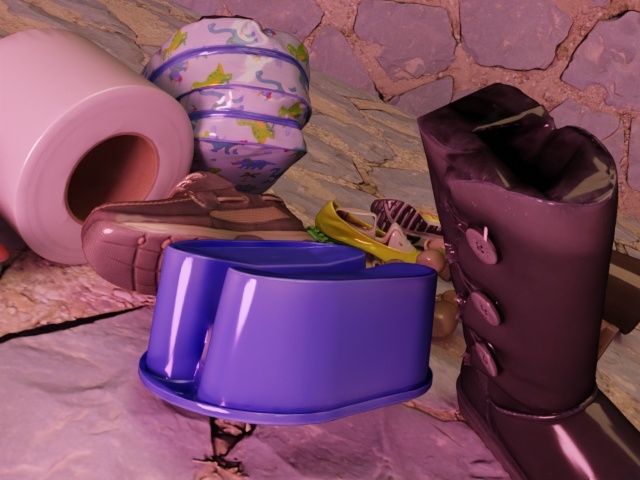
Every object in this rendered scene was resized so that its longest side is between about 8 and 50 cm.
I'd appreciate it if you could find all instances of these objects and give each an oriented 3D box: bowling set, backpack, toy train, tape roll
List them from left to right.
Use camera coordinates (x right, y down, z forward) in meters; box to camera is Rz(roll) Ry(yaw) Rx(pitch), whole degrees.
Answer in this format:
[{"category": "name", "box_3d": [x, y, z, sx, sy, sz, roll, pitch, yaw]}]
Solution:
[{"category": "tape roll", "box_3d": [-0.304, -0.115, 0.806, 0.169, 0.246, 0.246, 36, 25, 26]}, {"category": "backpack", "box_3d": [-0.150, -0.190, 1.004, 0.290, 0.355, 0.273, 11, 55, -28]}, {"category": "toy train", "box_3d": [0.000, 0.000, 1.146, 0.024, 0.017, 0.083, -13, 42, -40]}, {"category": "bowling set", "box_3d": [0.230, 0.060, 1.026, 0.287, 0.199, 0.154, 35, 24, 14]}]

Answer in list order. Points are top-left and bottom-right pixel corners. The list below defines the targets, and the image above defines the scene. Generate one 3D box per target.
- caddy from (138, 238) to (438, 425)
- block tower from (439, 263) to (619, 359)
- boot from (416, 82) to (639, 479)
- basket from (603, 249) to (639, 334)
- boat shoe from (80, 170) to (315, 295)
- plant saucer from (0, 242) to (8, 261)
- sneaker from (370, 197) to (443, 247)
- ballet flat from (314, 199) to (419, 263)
[{"category": "caddy", "box_3d": [-0.025, 0.104, 0.706, 0.342, 0.179, 0.241, 1, 9, -43]}, {"category": "block tower", "box_3d": [0.359, 0.102, 1.185, 0.335, 0.090, 0.097, 38, 27, 30]}, {"category": "boot", "box_3d": [0.252, 0.107, 0.628, 0.146, 0.444, 0.367, -29, 41, -21]}, {"category": "basket", "box_3d": [0.569, 0.075, 1.383, 0.227, 0.154, 0.204, 26, 25, 13]}, {"category": "boat shoe", "box_3d": [-0.155, -0.012, 0.848, 0.356, 0.132, 0.130, 8, 49, -53]}, {"category": "plant saucer", "box_3d": [-0.485, -0.021, 0.609, 0.259, 0.047, 0.258, 34, 38, 20]}, {"category": "sneaker", "box_3d": [0.192, -0.032, 1.340, 0.209, 0.081, 0.094, 26, 15, -14]}, {"category": "ballet flat", "box_3d": [0.101, -0.006, 1.180, 0.231, 0.077, 0.077, 25, 22, 0]}]
